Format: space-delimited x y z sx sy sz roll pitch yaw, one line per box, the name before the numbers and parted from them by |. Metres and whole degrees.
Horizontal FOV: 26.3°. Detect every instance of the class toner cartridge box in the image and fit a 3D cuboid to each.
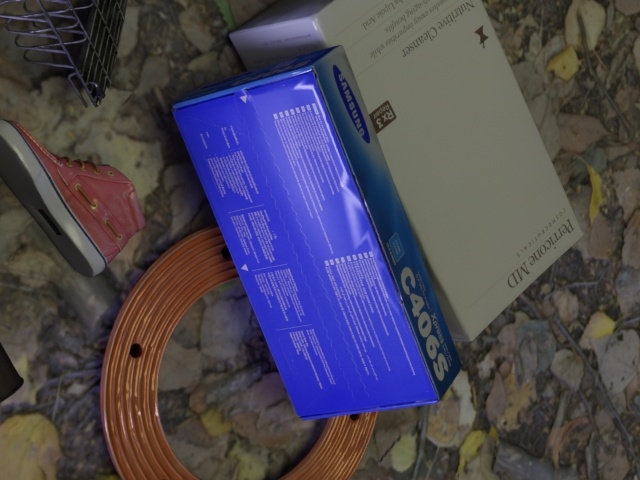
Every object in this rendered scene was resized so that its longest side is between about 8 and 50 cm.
toner cartridge box | 0.000 0.000 1.324 0.075 0.165 0.348 -46 119 -56

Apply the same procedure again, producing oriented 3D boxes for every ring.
ring | -0.077 0.145 1.402 0.337 0.032 0.336 -2 94 -35

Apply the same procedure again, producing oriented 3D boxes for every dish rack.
dish rack | -0.232 -0.253 1.186 0.271 0.074 0.208 70 25 -61

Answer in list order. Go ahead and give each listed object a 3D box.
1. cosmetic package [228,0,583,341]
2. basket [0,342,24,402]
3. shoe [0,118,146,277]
cosmetic package | 0.098 -0.108 1.439 0.217 0.156 0.385 -42 113 -29
basket | -0.377 0.050 1.119 0.204 0.154 0.227 -24 101 -30
shoe | -0.233 -0.056 1.267 0.081 0.063 0.178 -46 121 -26
